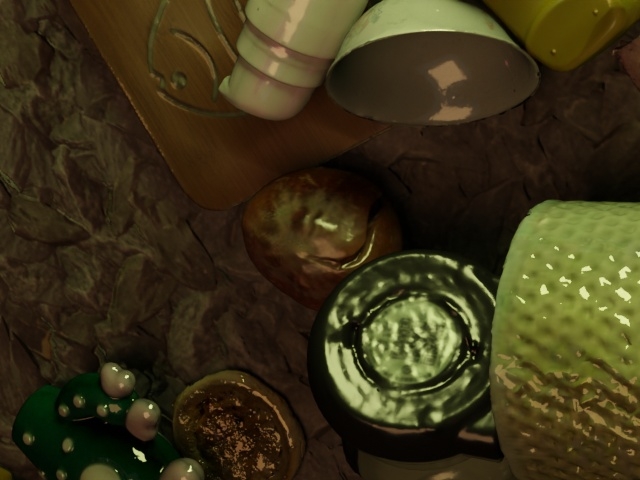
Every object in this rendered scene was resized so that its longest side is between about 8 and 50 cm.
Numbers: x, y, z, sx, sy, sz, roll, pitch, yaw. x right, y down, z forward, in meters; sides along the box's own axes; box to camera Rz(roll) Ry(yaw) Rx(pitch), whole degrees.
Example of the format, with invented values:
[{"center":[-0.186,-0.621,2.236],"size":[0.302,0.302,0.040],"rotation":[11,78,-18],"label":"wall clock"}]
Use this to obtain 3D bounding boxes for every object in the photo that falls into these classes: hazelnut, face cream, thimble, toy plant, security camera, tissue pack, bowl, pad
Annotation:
[{"center":[0.000,0.000,1.725],"size":[0.154,0.143,0.143],"rotation":[25,121,8],"label":"hazelnut"},{"center":[0.011,-0.256,1.609],"size":[0.102,0.102,0.345],"rotation":[30,117,10],"label":"face cream"},{"center":[0.260,0.091,1.575],"size":[0.150,0.271,0.271],"rotation":[3,113,27],"label":"thimble"},{"center":[-0.215,0.247,1.948],"size":[0.243,0.112,0.232],"rotation":[54,136,-1],"label":"toy plant"},{"center":[0.101,0.145,1.692],"size":[0.191,0.197,0.277],"rotation":[7,155,15],"label":"security camera"},{"center":[0.194,-0.239,1.538],"size":[0.178,0.127,0.123],"rotation":[46,130,0],"label":"tissue pack"},{"center":[0.098,-0.175,1.614],"size":[0.189,0.189,0.086],"rotation":[-12,66,28],"label":"bowl"},{"center":[-0.080,-0.190,1.744],"size":[0.284,0.018,0.286],"rotation":[-25,100,31],"label":"pad"}]

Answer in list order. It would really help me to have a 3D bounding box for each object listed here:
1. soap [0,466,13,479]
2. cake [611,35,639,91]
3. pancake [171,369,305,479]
[{"center":[-0.466,0.390,2.107],"size":[0.293,0.156,0.335],"rotation":[26,122,7],"label":"soap"},{"center":[0.376,-0.095,1.540],"size":[0.295,0.113,0.116],"rotation":[50,148,-15],"label":"cake"},{"center":[-0.088,0.204,1.922],"size":[0.152,0.025,0.151],"rotation":[10,117,20],"label":"pancake"}]
